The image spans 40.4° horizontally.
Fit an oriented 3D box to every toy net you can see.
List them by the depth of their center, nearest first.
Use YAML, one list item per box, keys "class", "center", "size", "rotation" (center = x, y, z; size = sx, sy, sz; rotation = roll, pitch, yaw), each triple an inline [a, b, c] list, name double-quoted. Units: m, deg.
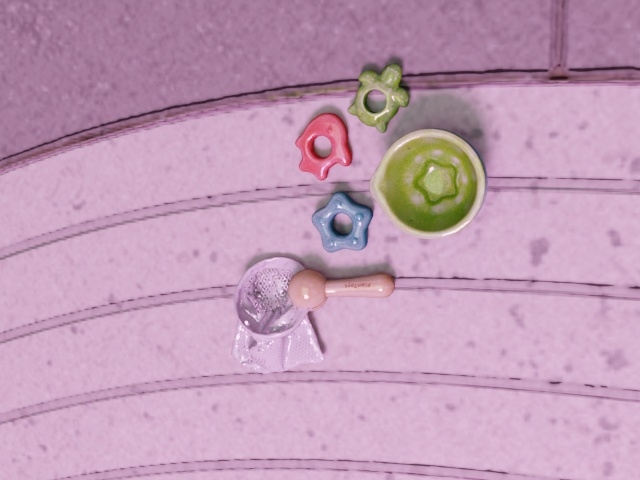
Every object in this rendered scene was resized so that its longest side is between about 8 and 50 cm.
- class: "toy net"
  center: [0.000, 0.000, 0.576]
  size: [0.122, 0.045, 0.232]
  rotation: [45, 109, 6]
